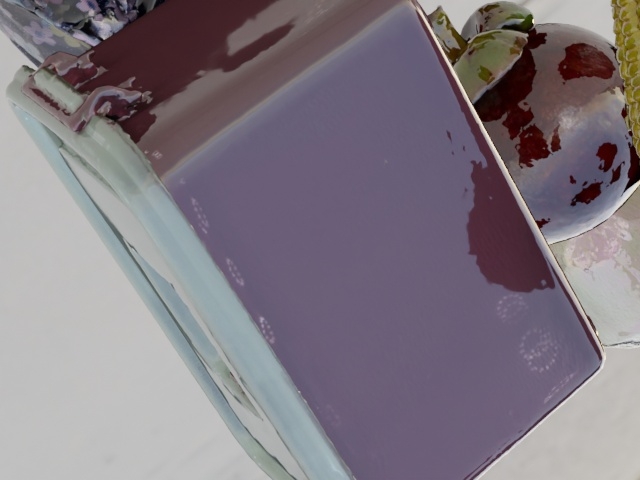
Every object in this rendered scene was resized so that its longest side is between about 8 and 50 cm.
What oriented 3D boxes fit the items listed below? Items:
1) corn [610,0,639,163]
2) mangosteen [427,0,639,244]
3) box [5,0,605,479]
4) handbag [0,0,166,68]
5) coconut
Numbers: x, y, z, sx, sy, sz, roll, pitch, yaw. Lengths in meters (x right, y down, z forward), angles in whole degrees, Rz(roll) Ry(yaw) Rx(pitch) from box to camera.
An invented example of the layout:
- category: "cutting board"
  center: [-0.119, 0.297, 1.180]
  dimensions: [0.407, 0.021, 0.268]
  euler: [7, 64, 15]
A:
- category: "corn"
  center: [0.180, -0.034, 0.882]
  dimensions: [0.080, 0.238, 0.080]
  euler: [-11, 179, 0]
- category: "mangosteen"
  center: [0.141, -0.090, 1.408]
  dimensions: [0.200, 0.200, 0.200]
  euler: [-38, 175, -4]
- category: "box"
  center: [0.000, 0.000, 0.962]
  dimensions: [0.167, 0.294, 0.193]
  euler: [-36, -151, -9]
- category: "handbag"
  center: [-0.128, -0.210, 1.072]
  dimensions: [0.208, 0.229, 0.127]
  euler: [-44, 160, -14]
- category: "coconut"
  center: [0.251, -0.003, 1.717]
  dimensions: [0.171, 0.183, 0.171]
  euler: [-37, -164, 12]
